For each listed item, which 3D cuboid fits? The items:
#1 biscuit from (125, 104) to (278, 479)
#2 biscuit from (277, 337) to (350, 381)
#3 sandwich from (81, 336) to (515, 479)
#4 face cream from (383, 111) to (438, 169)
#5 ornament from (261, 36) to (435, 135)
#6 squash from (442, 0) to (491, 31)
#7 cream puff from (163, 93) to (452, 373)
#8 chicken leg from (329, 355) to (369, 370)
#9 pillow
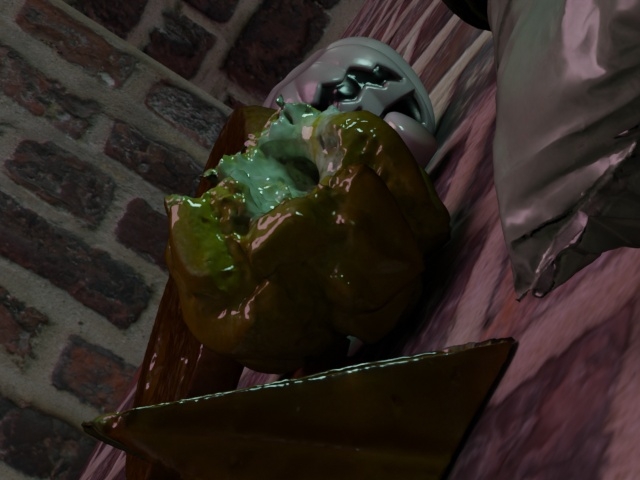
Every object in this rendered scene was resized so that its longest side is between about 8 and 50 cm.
[{"bbox_3d":[-0.095,0.062,1.219,0.314,0.063,0.367,-126,54,-72],"label":"biscuit"},{"bbox_3d":[-0.069,0.200,1.114,0.306,0.043,0.284,-52,2,8],"label":"biscuit"},{"bbox_3d":[-0.017,0.081,0.763,0.144,0.187,0.117,-66,10,-13],"label":"sandwich"},{"bbox_3d":[0.014,0.001,1.269,0.269,0.082,0.082,-56,7,19],"label":"face cream"},{"bbox_3d":[0.029,-0.107,1.358,0.177,0.177,0.177,-56,7,11],"label":"ornament"},{"bbox_3d":[0.163,-0.259,1.104,0.193,0.156,0.193,-40,42,51],"label":"squash"},{"bbox_3d":[0.002,0.005,1.016,0.221,0.195,0.194,-50,1,-38],"label":"cream puff"},{"bbox_3d":[-0.019,0.168,0.938,0.205,0.053,0.093,-63,23,-12],"label":"chicken leg"},{"bbox_3d":[0.169,-0.143,0.616,0.283,0.138,0.310,-54,11,30],"label":"pillow"}]
